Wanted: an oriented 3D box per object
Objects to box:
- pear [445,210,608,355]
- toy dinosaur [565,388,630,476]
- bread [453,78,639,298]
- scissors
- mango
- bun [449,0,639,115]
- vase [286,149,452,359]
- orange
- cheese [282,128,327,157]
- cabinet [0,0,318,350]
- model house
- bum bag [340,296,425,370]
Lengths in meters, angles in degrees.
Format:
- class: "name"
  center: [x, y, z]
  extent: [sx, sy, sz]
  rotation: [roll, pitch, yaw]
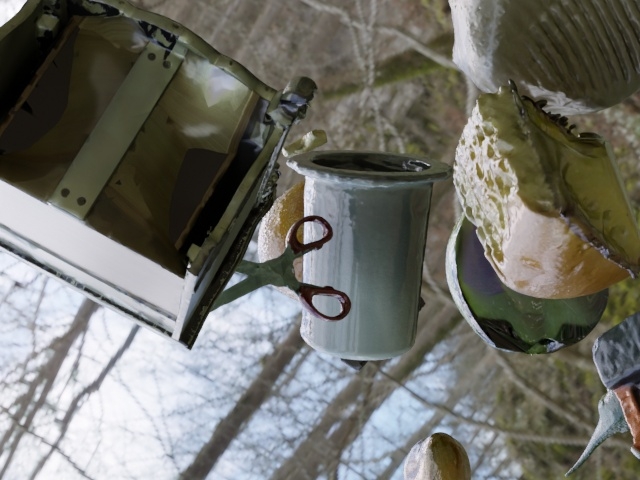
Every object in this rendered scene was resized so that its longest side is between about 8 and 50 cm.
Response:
- class: "pear"
  center: [0.405, 0.056, 2.096]
  extent: [0.399, 0.398, 0.165]
  rotation: [20, 164, -23]
- class: "toy dinosaur"
  center: [0.599, 0.321, 1.942]
  extent: [0.087, 0.447, 0.301]
  rotation: [30, -167, 12]
- class: "bread"
  center: [0.242, -0.032, 1.057]
  extent: [0.262, 0.163, 0.204]
  rotation: [19, -138, -47]
- class: "scissors"
  center: [-0.068, 0.042, 1.246]
  extent: [0.248, 0.017, 0.144]
  rotation: [-5, -104, -41]
- class: "mango"
  center: [0.151, 0.291, 1.257]
  extent: [0.085, 0.184, 0.102]
  rotation: [2, -112, -1]
- class: "bun"
  center: [0.268, -0.276, 1.152]
  extent: [0.282, 0.281, 0.205]
  rotation: [22, -162, -19]
- class: "vase"
  center: [0.071, 0.018, 1.515]
  extent: [0.245, 0.291, 0.245]
  rotation: [2, -165, 0]
- class: "orange"
  center: [0.000, 0.000, 1.743]
  extent: [0.236, 0.236, 0.236]
  rotation: [25, -156, -12]
- class: "cheese"
  center: [-0.028, -0.166, 1.718]
  extent: [0.044, 0.083, 0.030]
  rotation: [18, -128, -62]
- class: "cabinet"
  center: [-0.194, -0.081, 0.985]
  extent: [0.290, 0.227, 0.318]
  rotation: [29, 161, -1]
- class: "model house"
  center: [0.519, 0.242, 1.267]
  extent: [0.271, 0.190, 0.300]
  rotation: [24, -135, -36]
- class: "bum bag"
  center: [0.106, 0.156, 1.877]
  extent: [0.087, 0.198, 0.049]
  rotation: [44, 172, 14]
